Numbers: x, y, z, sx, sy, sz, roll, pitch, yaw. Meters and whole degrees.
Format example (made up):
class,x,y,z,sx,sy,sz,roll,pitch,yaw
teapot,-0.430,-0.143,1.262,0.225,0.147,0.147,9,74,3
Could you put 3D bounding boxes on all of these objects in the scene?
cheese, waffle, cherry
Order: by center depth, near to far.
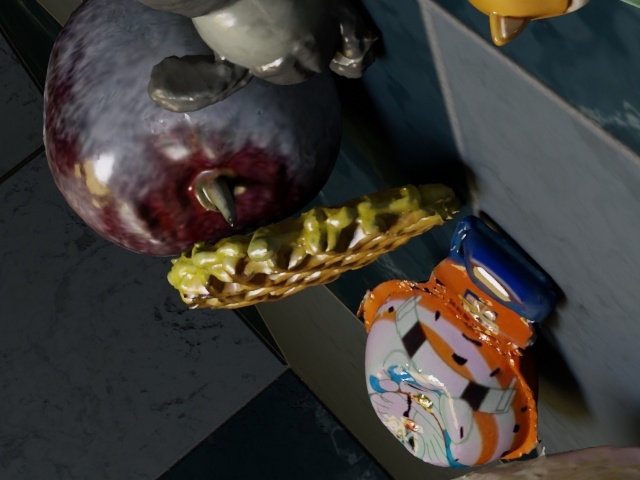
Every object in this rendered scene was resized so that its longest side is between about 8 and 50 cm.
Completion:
class,x,y,z,sx,sy,sz,roll,pitch,yaw
waffle,0.000,0.000,1.143,0.238,0.243,0.059,143,110,-68
cherry,-0.115,-0.112,1.189,0.218,0.255,0.296,56,-170,-58
cheese,0.128,0.097,1.241,0.217,0.129,0.329,42,150,15

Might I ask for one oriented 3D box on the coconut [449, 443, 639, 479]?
class,x,y,z,sx,sy,sz,roll,pitch,yaw
coconut,0.252,0.358,1.067,0.404,0.404,0.404,48,170,12

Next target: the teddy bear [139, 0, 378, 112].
class,x,y,z,sx,sy,sz,roll,pitch,yaw
teddy bear,-0.083,-0.192,1.016,0.144,0.171,0.251,56,180,42

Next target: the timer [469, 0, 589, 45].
class,x,y,z,sx,sy,sz,roll,pitch,yaw
timer,0.105,-0.127,0.463,0.132,0.152,0.132,48,170,12

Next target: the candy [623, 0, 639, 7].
class,x,y,z,sx,sy,sz,roll,pitch,yaw
candy,0.114,-0.133,0.653,0.287,0.078,0.084,35,178,44
